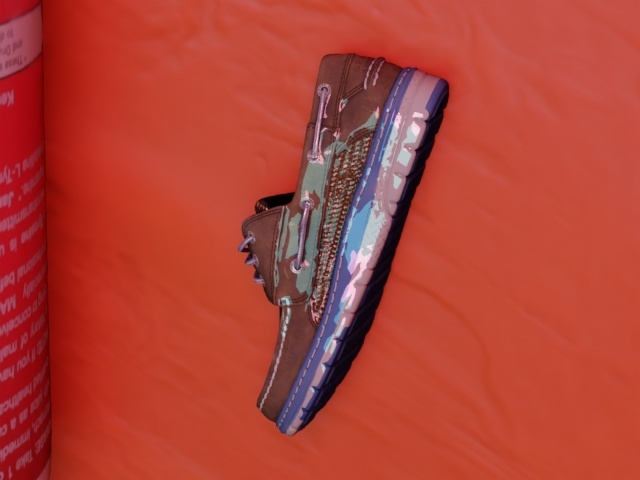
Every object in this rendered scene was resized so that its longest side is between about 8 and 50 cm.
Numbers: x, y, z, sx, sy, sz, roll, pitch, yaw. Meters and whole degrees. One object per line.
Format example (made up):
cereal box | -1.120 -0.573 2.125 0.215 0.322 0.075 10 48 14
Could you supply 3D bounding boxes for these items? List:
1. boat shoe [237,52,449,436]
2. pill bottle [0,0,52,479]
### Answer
boat shoe | 0.000 0.000 0.823 0.066 0.066 0.183 23 102 11
pill bottle | -0.236 0.025 0.795 0.229 0.229 0.408 6 109 12
